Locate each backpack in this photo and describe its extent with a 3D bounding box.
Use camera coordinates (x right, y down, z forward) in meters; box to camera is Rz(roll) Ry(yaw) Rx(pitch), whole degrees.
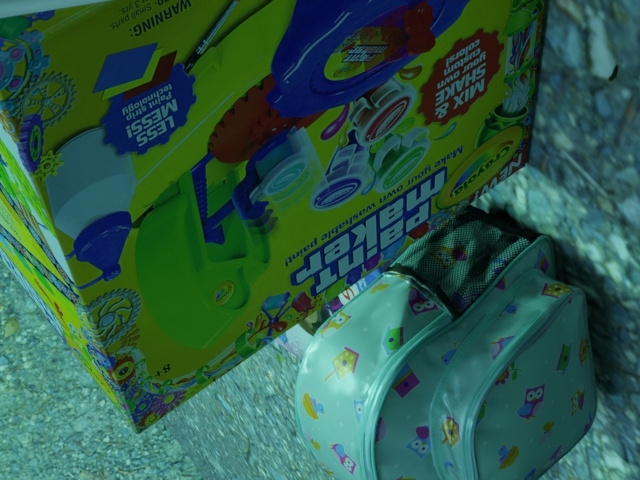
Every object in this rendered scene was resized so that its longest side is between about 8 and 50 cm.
[{"bbox_3d":[0.082,0.092,0.751,0.144,0.188,0.166,37,152,44],"label":"backpack"}]

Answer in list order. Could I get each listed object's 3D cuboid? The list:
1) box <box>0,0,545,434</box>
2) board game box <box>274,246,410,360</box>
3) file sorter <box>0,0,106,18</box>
[{"bbox_3d":[-0.047,-0.104,0.599,0.177,0.290,0.279,44,158,30],"label":"box"},{"bbox_3d":[0.000,0.000,0.989,0.318,0.066,0.318,27,145,55],"label":"board game box"},{"bbox_3d":[-0.103,-0.219,0.326,0.277,0.193,0.173,68,-163,-60],"label":"file sorter"}]
